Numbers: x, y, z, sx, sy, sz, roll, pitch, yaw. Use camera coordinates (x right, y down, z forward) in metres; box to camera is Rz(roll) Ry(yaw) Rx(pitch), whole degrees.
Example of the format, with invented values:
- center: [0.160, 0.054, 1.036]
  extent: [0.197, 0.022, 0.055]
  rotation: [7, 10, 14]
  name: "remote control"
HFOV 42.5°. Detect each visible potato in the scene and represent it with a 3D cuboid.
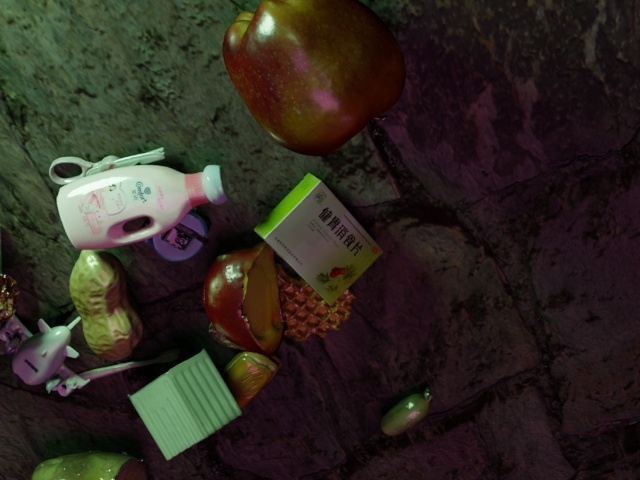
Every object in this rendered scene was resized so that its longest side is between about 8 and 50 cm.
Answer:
- center: [-0.639, 0.670, 2.196]
  extent: [0.237, 0.301, 0.289]
  rotation: [17, 151, 16]
  name: "potato"

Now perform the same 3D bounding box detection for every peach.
- center: [-0.179, 0.144, 1.843]
  extent: [0.153, 0.158, 0.268]
  rotation: [7, 116, 35]
  name: "peach"

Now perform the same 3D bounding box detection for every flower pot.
- center: [-0.322, 0.397, 1.990]
  extent: [0.239, 0.209, 0.190]
  rotation: [-35, 84, 17]
  name: "flower pot"

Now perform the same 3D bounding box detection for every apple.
- center: [-0.010, -0.308, 1.474]
  extent: [0.288, 0.288, 0.317]
  rotation: [-38, 112, 20]
  name: "apple"

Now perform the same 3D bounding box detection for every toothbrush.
- center: [-0.495, 0.315, 2.056]
  extent: [0.307, 0.030, 0.025]
  rotation: [-14, 118, 6]
  name: "toothbrush"

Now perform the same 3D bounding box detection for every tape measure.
- center: [-0.311, -0.021, 1.774]
  extent: [0.146, 0.081, 0.125]
  rotation: [31, 103, -27]
  name: "tape measure"

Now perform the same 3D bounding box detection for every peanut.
- center: [-0.479, 0.145, 1.848]
  extent: [0.149, 0.149, 0.313]
  rotation: [-8, 124, -2]
  name: "peanut"

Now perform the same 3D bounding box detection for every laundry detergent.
- center: [-0.354, -0.079, 1.670]
  extent: [0.334, 0.088, 0.159]
  rotation: [-12, 113, 3]
  name: "laundry detergent"

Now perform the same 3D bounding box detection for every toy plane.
- center: [-0.640, 0.259, 1.920]
  extent: [0.244, 0.117, 0.245]
  rotation: [15, 129, 19]
  name: "toy plane"

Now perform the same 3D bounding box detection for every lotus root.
- center: [0.242, 0.473, 2.251]
  extent: [0.183, 0.090, 0.077]
  rotation: [-40, 83, 21]
  name: "lotus root"

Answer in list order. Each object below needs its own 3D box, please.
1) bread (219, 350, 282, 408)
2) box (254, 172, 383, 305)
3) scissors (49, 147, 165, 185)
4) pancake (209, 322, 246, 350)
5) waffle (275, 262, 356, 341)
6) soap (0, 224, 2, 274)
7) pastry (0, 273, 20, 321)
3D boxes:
- center: [-0.195, 0.355, 2.105]
  extent: [0.116, 0.077, 0.200]
  rotation: [33, 117, -21]
  name: "bread"
- center: [0.000, 0.001, 1.813]
  extent: [0.175, 0.062, 0.260]
  rotation: [-46, 124, -3]
  name: "box"
- center: [-0.432, -0.146, 1.689]
  extent: [0.242, 0.031, 0.118]
  rotation: [-17, 129, 10]
  name: "scissors"
- center: [-0.198, 0.225, 2.001]
  extent: [0.151, 0.025, 0.152]
  rotation: [7, 135, 8]
  name: "pancake"
- center: [-0.041, 0.145, 1.967]
  extent: [0.253, 0.056, 0.249]
  rotation: [-14, 129, 5]
  name: "waffle"
- center: [-0.755, 0.051, 1.777]
  extent: [0.118, 0.067, 0.198]
  rotation: [6, 127, -11]
  name: "soap"
- center: [-0.743, 0.145, 1.745]
  extent: [0.208, 0.115, 0.097]
  rotation: [-27, 141, 10]
  name: "pastry"
